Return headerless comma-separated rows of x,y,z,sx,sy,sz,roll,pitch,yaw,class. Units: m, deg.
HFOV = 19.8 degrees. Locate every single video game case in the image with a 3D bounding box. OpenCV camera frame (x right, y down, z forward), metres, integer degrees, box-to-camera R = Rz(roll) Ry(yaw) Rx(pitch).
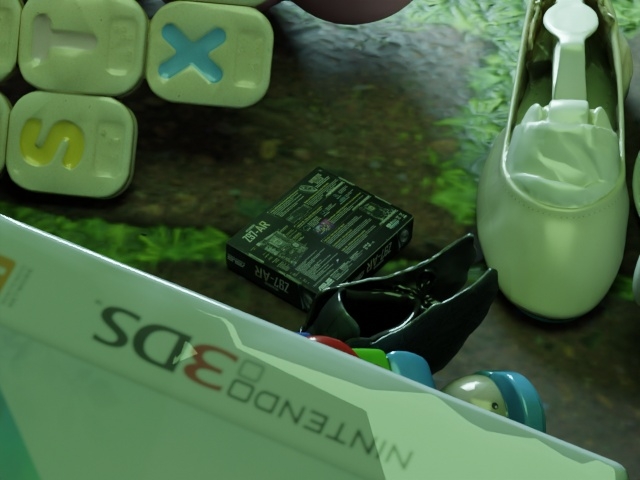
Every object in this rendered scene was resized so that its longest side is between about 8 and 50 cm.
-0.085,0.176,0.685,0.300,0.036,0.329,21,71,18,video game case

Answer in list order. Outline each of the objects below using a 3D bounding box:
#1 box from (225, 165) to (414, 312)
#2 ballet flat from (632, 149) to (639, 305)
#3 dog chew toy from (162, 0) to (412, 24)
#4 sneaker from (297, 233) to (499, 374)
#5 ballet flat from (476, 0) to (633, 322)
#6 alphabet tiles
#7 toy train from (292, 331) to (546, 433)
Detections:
0.000,0.000,0.989,0.067,0.018,0.083,28,48,24,box
0.208,-0.028,0.952,0.116,0.124,0.342,23,32,-10,ballet flat
-0.071,-0.230,1.110,0.332,0.206,0.206,20,45,7,dog chew toy
0.001,0.057,0.876,0.170,0.089,0.051,-14,45,-18,sneaker
0.134,-0.064,1.022,0.086,0.086,0.248,7,43,4,ballet flat
-0.159,-0.168,1.008,0.278,0.284,0.021,7,2,3,alphabet tiles
0.049,0.159,0.779,0.143,0.105,0.248,2,57,-28,toy train
